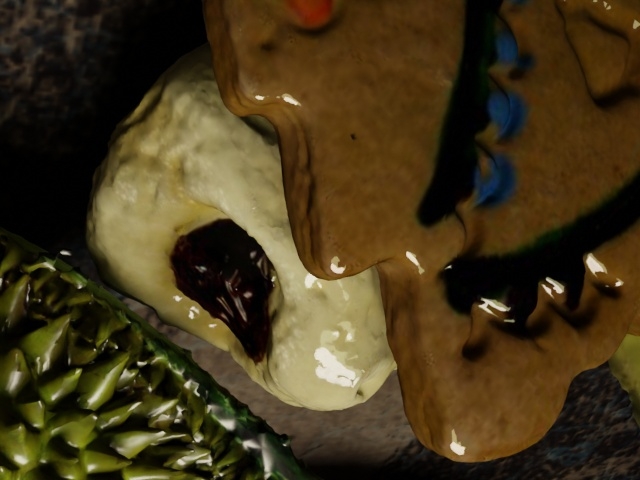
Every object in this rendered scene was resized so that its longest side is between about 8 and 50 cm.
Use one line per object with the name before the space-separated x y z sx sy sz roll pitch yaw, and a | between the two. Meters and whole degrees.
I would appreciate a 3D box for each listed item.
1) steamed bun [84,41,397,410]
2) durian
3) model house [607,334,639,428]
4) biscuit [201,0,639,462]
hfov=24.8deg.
steamed bun | 0.000 0.000 0.656 0.172 0.155 0.141 -17 149 -32
durian | -0.121 0.064 0.645 0.375 0.106 0.132 42 160 -7
model house | 0.292 0.034 0.829 0.234 0.175 0.193 12 131 -42
biscuit | 0.058 -0.065 0.602 0.301 0.278 0.043 37 154 -22
